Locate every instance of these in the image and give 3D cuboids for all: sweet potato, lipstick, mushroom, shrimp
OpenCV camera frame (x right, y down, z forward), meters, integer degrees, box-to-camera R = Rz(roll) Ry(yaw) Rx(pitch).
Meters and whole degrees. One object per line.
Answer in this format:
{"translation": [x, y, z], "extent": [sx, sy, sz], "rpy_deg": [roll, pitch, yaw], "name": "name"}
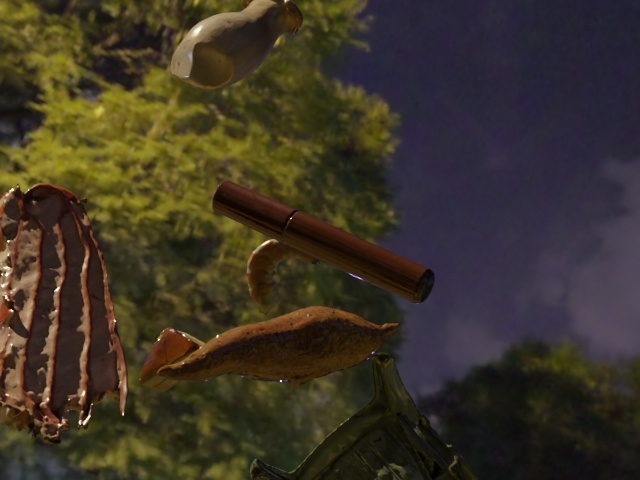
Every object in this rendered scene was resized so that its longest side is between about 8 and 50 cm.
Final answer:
{"translation": [-0.040, 0.097, 0.971], "extent": [0.226, 0.068, 0.068], "rpy_deg": [-8, -21, -25], "name": "sweet potato"}
{"translation": [0.000, 0.000, 1.611], "extent": [0.357, 0.057, 0.057], "rpy_deg": [23, -26, 23], "name": "lipstick"}
{"translation": [-0.106, -0.256, 1.424], "extent": [0.097, 0.212, 0.088], "rpy_deg": [-17, -71, 50], "name": "mushroom"}
{"translation": [-0.069, 0.072, 2.304], "extent": [0.166, 0.161, 0.049], "rpy_deg": [-6, 13, -1], "name": "shrimp"}

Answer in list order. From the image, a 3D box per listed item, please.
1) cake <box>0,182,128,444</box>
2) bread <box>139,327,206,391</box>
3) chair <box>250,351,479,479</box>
{"translation": [-0.221, 0.053, 0.878], "extent": [0.098, 0.287, 0.135], "rpy_deg": [9, -65, -29], "name": "cake"}
{"translation": [-0.169, 0.131, 1.318], "extent": [0.109, 0.062, 0.043], "rpy_deg": [-31, -39, 30], "name": "bread"}
{"translation": [0.072, 0.284, 1.214], "extent": [0.190, 0.203, 0.274], "rpy_deg": [45, -8, 23], "name": "chair"}
